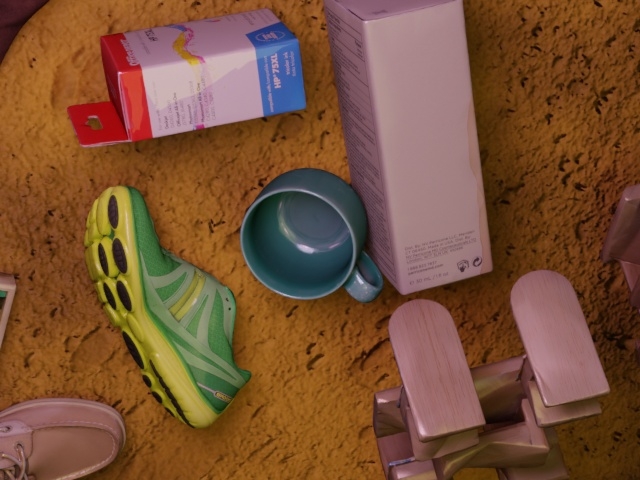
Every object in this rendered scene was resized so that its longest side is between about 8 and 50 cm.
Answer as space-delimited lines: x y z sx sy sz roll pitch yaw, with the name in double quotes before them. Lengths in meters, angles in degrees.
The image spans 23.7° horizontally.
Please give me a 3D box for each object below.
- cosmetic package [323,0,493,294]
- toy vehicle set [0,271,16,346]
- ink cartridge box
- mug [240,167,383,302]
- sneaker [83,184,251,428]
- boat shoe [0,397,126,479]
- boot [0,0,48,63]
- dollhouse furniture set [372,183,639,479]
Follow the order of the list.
"cosmetic package" 0.093 -0.118 1.637 0.113 0.160 0.309 -14 116 -12
"toy vehicle set" -0.475 0.093 1.626 0.267 0.035 0.166 11 108 -20
"ink cartridge box" -0.144 -0.168 1.559 0.231 0.134 0.078 -12 115 -12
"mug" -0.009 -0.002 1.673 0.129 0.097 0.157 -14 109 18
"sneaker" -0.166 0.063 1.681 0.123 0.109 0.295 -35 116 -29
"boat shoe" -0.361 0.250 1.688 0.302 0.098 0.109 -7 113 -13
"boot" -0.291 -0.257 1.525 0.248 0.090 0.207 15 119 -23
"dollhouse furniture set" 0.242 0.117 1.705 0.394 0.256 0.362 -13 155 -5
